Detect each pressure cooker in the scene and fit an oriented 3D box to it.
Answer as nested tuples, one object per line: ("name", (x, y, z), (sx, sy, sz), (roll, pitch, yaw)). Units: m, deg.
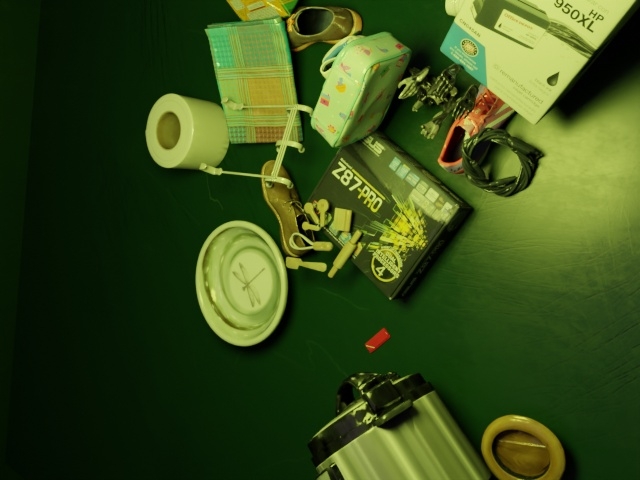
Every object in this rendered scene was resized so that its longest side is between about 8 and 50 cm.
("pressure cooker", (0.174, 0.527, 1.532), (0.370, 0.375, 0.420), (-41, 70, 24))

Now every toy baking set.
("toy baking set", (0.005, 0.003, 1.728), (0.196, 0.030, 0.256), (40, 115, 27))

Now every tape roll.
("tape roll", (-0.451, -0.363, 2.104), (0.246, 0.169, 0.246), (2, 93, 37))

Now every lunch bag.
("lunch bag", (0.101, -0.370, 1.535), (0.108, 0.224, 0.279), (43, 138, 15))

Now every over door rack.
("over door rack", (-0.177, -0.288, 1.821), (0.324, 0.108, 0.240), (13, 83, 32))

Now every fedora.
("fedora", (0.485, 0.498, 1.471), (0.194, 0.079, 0.194), (1, 93, 32))

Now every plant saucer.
("plant saucer", (-0.236, 0.135, 1.998), (0.400, 0.100, 0.401), (2, 94, 37))

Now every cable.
("cable", (0.416, -0.187, 1.478), (0.184, 0.047, 0.151), (22, 124, -6))

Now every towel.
("towel", (-0.198, -0.475, 1.876), (0.271, 0.040, 0.370), (3, 116, 26))

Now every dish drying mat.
("dish drying mat", (0.162, 0.284, 1.756), (0.083, 0.008, 0.032), (-46, 64, 29))

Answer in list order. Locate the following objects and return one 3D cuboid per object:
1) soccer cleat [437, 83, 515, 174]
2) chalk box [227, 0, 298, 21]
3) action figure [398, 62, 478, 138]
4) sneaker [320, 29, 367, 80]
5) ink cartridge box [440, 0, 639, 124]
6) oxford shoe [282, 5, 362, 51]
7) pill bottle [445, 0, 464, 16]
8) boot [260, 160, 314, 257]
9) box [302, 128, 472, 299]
("soccer cleat", (0.389, -0.304, 1.493), (0.108, 0.116, 0.318), (39, 114, 30))
("chalk box", (-0.147, -0.802, 1.818), (0.180, 0.179, 0.289), (1, 56, 39))
("action figure", (0.267, -0.345, 1.496), (0.141, 0.275, 0.164), (-43, 103, -1))
("sneaker", (0.041, -0.419, 1.681), (0.323, 0.236, 0.130), (-45, 66, 29))
("ink cartridge box", (0.455, -0.474, 1.246), (0.285, 0.166, 0.395), (42, 154, 10))
("oxford shoe", (-0.060, -0.637, 1.816), (0.363, 0.132, 0.130), (6, 96, 37))
("pill bottle", (0.393, -0.570, 1.495), (0.169, 0.094, 0.094), (23, 105, 34))
("boot", (-0.088, -0.105, 1.853), (0.115, 0.112, 0.305), (-23, 85, 62))
("box", (0.167, -0.085, 1.685), (0.395, 0.097, 0.318), (47, 115, 28))
